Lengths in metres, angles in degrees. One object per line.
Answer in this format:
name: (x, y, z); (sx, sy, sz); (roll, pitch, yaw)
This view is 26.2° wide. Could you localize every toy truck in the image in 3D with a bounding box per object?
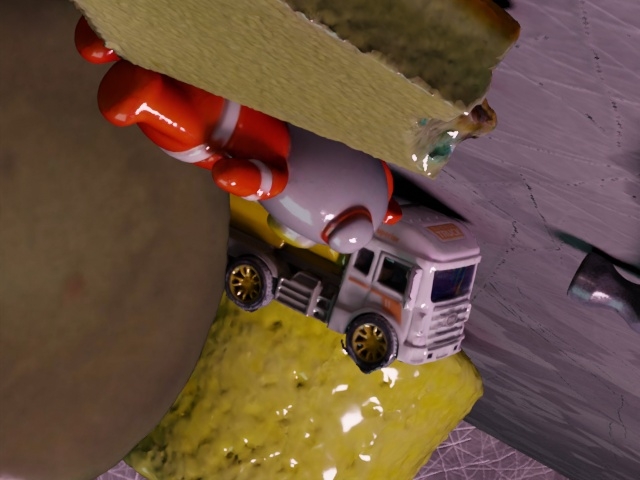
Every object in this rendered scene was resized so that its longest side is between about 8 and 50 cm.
toy truck: (0.000, 0.000, 0.957); (0.227, 0.114, 0.098); (25, -163, 27)

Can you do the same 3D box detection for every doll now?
doll: (-0.033, -0.056, 0.785); (0.245, 0.076, 0.142); (30, -154, -45)

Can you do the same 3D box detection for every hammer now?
hammer: (0.194, 0.023, 0.690); (0.137, 0.037, 0.290); (27, 173, 13)

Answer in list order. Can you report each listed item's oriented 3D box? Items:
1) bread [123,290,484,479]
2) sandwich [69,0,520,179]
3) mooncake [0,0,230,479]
bread: (-0.024, 0.176, 1.480); (0.348, 0.308, 0.348); (26, 176, 2)
sandwich: (-0.025, -0.110, 0.541); (0.212, 0.063, 0.245); (22, 172, 18)
mooncake: (-0.227, -0.007, 0.866); (0.351, 0.351, 0.187); (34, 167, -39)
